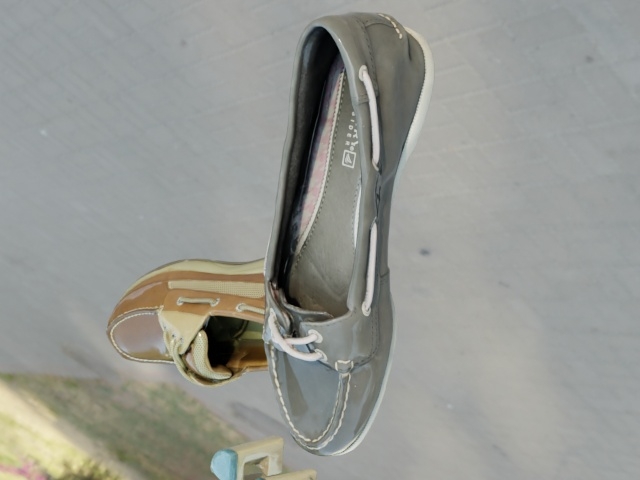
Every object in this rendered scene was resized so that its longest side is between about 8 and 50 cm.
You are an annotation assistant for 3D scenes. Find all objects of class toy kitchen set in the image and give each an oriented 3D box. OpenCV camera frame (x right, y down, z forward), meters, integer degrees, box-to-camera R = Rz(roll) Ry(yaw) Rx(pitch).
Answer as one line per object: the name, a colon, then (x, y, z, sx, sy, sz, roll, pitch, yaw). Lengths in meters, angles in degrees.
toy kitchen set: (-0.069, 0.322, 0.984, 0.166, 0.122, 0.207, 29, 122, 50)

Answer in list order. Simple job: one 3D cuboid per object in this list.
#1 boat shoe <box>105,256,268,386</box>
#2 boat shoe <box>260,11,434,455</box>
boat shoe: (-0.116, 0.094, 1.081, 0.324, 0.120, 0.123, -14, 123, 34)
boat shoe: (0.000, 0.000, 0.722, 0.112, 0.335, 0.095, 16, -169, 39)
